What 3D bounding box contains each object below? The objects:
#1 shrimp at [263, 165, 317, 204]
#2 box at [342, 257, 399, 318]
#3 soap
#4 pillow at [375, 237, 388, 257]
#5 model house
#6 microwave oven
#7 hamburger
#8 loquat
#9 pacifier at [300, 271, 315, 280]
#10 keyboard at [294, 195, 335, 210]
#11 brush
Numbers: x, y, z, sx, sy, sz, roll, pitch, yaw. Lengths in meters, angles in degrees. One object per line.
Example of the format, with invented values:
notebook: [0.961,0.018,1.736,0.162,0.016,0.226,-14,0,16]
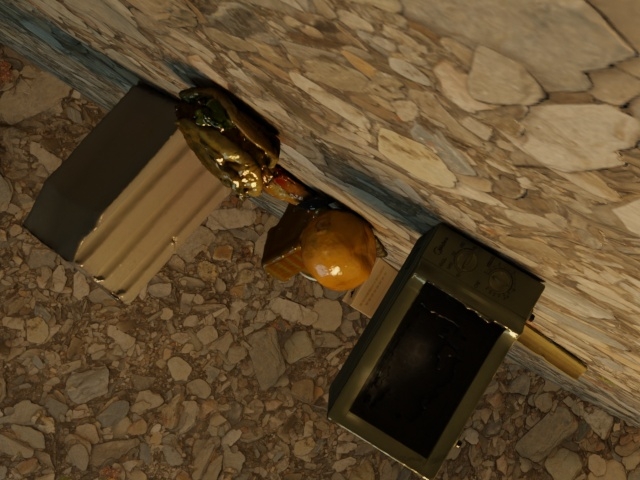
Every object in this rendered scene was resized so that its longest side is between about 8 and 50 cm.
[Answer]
shrimp: [-0.089,-0.136,1.505,0.154,0.062,0.294,17,175,18]
box: [0.233,0.200,2.319,0.051,0.204,0.365,29,175,38]
soap: [-0.446,-0.102,1.477,0.213,0.435,0.350,34,167,20]
pillow: [0.122,0.011,1.752,0.113,0.038,0.203,7,168,16]
model house: [-0.044,0.016,1.746,0.173,0.239,0.268,28,174,37]
microwave oven: [0.191,0.184,1.070,0.218,0.355,0.286,31,176,4]
hamburger: [-0.154,-0.177,1.055,0.206,0.130,0.183,53,166,-25]
loquat: [0.044,0.025,1.497,0.176,0.187,0.234,20,163,33]
pacifier: [0.000,0.000,2.086,0.279,0.227,0.207,52,155,33]
keyboard: [-0.016,-0.090,1.509,0.053,0.010,0.155,9,172,-21]
brush: [0.589,0.282,1.621,0.282,0.054,0.048,33,-171,-24]
